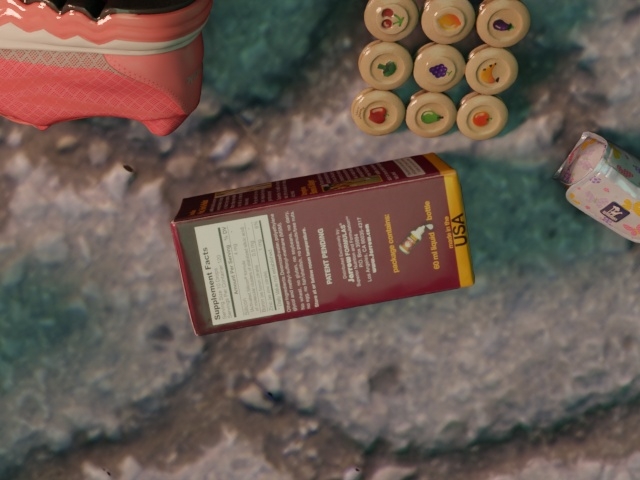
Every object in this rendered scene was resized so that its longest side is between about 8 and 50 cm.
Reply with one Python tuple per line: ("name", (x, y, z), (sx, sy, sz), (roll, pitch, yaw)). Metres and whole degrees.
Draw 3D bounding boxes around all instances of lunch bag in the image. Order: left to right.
("lunch bag", (0.206, -0.036, 0.861), (0.071, 0.083, 0.053), (33, 96, -9))

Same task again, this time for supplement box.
("supplement box", (0.000, 0.000, 0.844), (0.188, 0.104, 0.080), (-11, 100, -1))

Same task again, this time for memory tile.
("memory tile", (0.083, -0.133, 0.842), (0.113, 0.012, 0.148), (3, 124, -5))

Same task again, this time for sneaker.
("sneaker", (-0.223, -0.126, 0.808), (0.314, 0.116, 0.136), (8, 136, 9))
